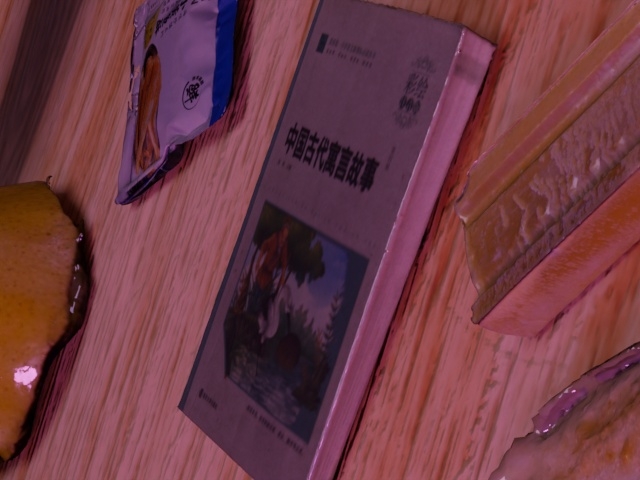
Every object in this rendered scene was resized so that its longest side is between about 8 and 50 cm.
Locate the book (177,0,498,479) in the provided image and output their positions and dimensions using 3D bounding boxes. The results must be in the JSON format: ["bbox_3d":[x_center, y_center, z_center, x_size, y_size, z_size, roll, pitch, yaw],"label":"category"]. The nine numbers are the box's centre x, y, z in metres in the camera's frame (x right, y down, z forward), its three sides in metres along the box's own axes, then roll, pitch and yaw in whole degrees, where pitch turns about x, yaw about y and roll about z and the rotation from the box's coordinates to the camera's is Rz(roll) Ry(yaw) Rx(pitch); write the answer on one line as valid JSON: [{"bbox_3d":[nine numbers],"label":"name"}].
[{"bbox_3d":[0.000,0.000,1.130,0.215,0.025,0.282,27,100,64],"label":"book"}]

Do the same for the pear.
[{"bbox_3d":[-0.310,0.055,1.515,0.267,0.178,0.266,-39,44,52],"label":"pear"}]

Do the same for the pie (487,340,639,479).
[{"bbox_3d":[0.125,0.164,0.760,0.274,0.055,0.274,-41,39,45],"label":"pie"}]

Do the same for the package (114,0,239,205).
[{"bbox_3d":[-0.101,-0.129,1.395,0.173,0.027,0.171,-38,42,52],"label":"package"}]

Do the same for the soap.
[{"bbox_3d":[0.146,-0.060,0.880,0.252,0.037,0.092,-48,34,39],"label":"soap"}]
